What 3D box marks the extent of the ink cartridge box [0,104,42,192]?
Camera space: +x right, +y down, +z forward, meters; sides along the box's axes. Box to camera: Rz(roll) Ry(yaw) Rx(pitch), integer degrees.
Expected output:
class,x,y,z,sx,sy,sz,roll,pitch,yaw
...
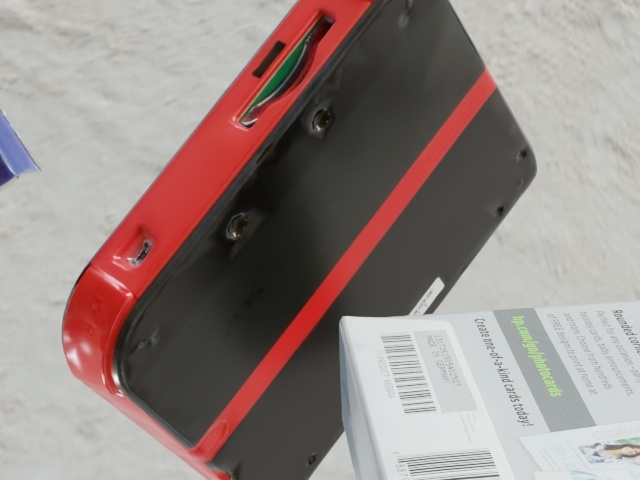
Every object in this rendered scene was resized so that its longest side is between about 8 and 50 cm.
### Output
class,x,y,z,sx,sy,sz,roll,pitch,yaw
ink cartridge box,-0.326,-0.149,1.125,0.072,0.307,0.304,-36,102,-15

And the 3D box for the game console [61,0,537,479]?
class,x,y,z,sx,sy,sz,roll,pitch,yaw
game console,0.000,0.000,1.248,0.060,0.342,0.386,32,80,33

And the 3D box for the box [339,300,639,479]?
class,x,y,z,sx,sy,sz,roll,pitch,yaw
box,0.105,0.059,0.421,0.186,0.145,0.038,-5,114,-5
